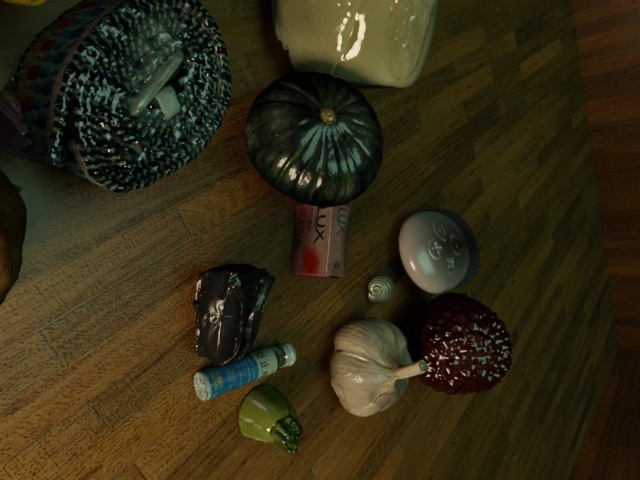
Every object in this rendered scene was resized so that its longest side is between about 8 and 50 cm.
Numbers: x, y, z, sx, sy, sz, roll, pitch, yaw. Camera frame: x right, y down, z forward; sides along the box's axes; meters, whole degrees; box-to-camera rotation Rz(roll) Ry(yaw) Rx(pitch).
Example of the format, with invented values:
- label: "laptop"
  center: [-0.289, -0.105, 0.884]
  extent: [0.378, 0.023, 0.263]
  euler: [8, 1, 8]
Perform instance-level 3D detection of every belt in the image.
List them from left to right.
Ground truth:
- label: "belt"
  center: [-0.260, -0.191, 0.564]
  extent: [0.294, 0.161, 0.207]
  euler: [-65, 146, -19]

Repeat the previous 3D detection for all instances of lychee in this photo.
- label: "lychee"
  center: [0.335, 0.256, 1.074]
  extent: [0.264, 0.300, 0.264]
  euler: [15, 90, -85]

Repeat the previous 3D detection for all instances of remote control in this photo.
- label: "remote control"
  center: [0.327, 0.025, 1.145]
  extent: [0.332, 0.104, 0.221]
  euler: [-7, 81, -44]

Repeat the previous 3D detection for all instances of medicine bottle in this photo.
- label: "medicine bottle"
  center: [-0.131, 0.230, 0.760]
  extent: [0.191, 0.051, 0.051]
  euler: [-10, 98, -42]

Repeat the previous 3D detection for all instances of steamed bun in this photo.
- label: "steamed bun"
  center: [0.057, -0.417, 0.783]
  extent: [0.272, 0.273, 0.290]
  euler: [-20, 124, -26]

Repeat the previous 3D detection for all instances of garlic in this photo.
- label: "garlic"
  center: [0.138, 0.275, 0.907]
  extent: [0.219, 0.212, 0.218]
  euler: [5, 82, -40]

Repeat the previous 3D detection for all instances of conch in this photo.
- label: "conch"
  center: [0.152, 0.121, 1.025]
  extent: [0.085, 0.057, 0.076]
  euler: [-5, 107, -43]

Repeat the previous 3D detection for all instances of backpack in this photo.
- label: "backpack"
  center: [-0.155, 0.117, 0.701]
  extent: [0.120, 0.106, 0.165]
  euler: [5, 104, -65]

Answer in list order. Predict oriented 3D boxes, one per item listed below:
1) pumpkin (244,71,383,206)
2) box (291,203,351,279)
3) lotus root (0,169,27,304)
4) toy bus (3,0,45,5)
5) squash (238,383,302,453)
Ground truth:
- label: "pumpkin"
  center: [-0.011, -0.170, 0.759]
  extent: [0.250, 0.216, 0.249]
  euler: [7, 56, -10]
- label: "box"
  center: [0.000, 0.000, 0.840]
  extent: [0.060, 0.111, 0.156]
  euler: [7, 84, -43]
- label: "lotus root"
  center: [-0.435, 0.009, 0.367]
  extent: [0.316, 0.250, 0.315]
  euler: [-16, 111, -46]
- label: "toy bus"
  center: [-0.403, -0.343, 0.384]
  extent: [0.331, 0.151, 0.145]
  euler: [23, 77, -26]
- label: "squash"
  center: [-0.071, 0.327, 0.761]
  extent: [0.105, 0.132, 0.105]
  euler: [-2, 94, -42]
